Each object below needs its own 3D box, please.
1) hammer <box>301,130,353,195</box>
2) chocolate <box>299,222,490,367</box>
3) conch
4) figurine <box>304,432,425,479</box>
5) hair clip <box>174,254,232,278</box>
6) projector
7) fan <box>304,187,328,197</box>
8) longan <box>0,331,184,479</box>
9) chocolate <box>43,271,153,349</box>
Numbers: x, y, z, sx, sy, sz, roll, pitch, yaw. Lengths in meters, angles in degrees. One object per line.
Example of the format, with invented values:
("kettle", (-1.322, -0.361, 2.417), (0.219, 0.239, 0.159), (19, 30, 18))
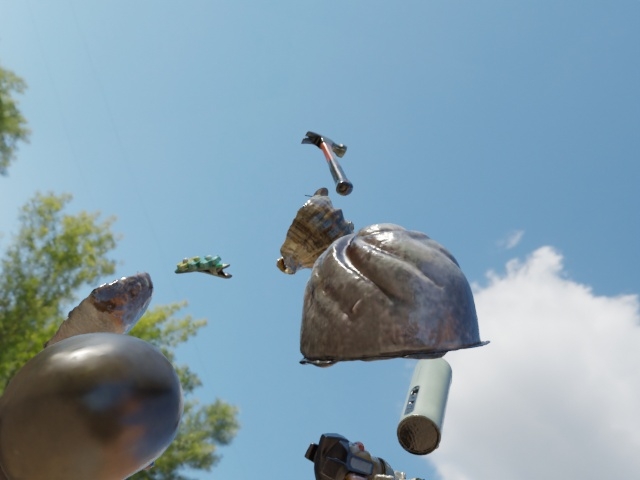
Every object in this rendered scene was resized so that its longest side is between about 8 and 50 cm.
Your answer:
("hammer", (0.027, -0.162, 1.555), (0.033, 0.111, 0.287), (-60, -158, 20))
("chocolate", (0.106, 0.080, 1.175), (0.303, 0.303, 0.212), (-16, -102, 57))
("conch", (0.016, 0.005, 1.938), (0.159, 0.291, 0.210), (25, -54, 15))
("figurine", (0.100, 0.561, 1.743), (0.309, 0.143, 0.308), (10, -32, 6))
("hair clip", (-0.244, 0.051, 1.525), (0.173, 0.049, 0.049), (0, -69, 41))
("projector", (0.267, 0.405, 1.855), (0.108, 0.337, 0.108), (4, -73, 14))
("fan", (-0.005, -0.124, 2.026), (0.003, 0.060, 0.080), (35, -7, 43))
("longan", (-0.365, 0.284, 1.185), (0.243, 0.301, 0.300), (-130, -147, -48))
("chocolate", (-0.466, 0.182, 1.589), (0.303, 0.185, 0.100), (-39, -95, 39))
